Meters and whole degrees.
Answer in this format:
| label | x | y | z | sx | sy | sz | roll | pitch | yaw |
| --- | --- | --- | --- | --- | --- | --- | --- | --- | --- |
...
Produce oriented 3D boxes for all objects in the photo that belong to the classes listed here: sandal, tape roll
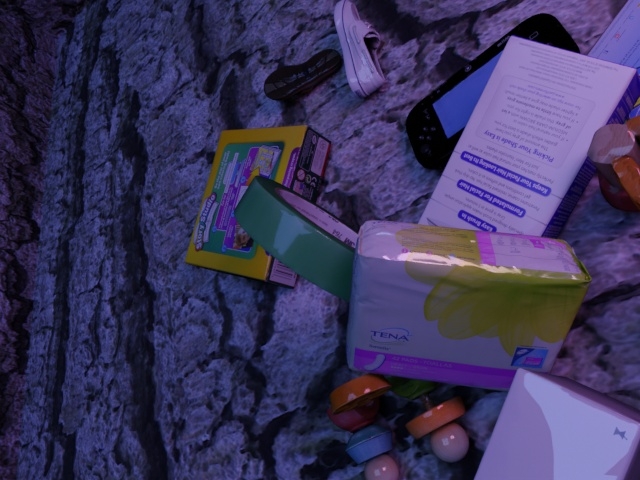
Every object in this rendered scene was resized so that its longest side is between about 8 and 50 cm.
| label | x | y | z | sx | sy | sz | roll | pitch | yaw |
| --- | --- | --- | --- | --- | --- | --- | --- | --- | --- |
| sandal | -0.043 | -0.415 | 1.226 | 0.219 | 0.060 | 0.090 | -23 | 67 | 16 |
| tape roll | 0.000 | 0.000 | 0.871 | 0.321 | 0.321 | 0.077 | 40 | 101 | 40 |

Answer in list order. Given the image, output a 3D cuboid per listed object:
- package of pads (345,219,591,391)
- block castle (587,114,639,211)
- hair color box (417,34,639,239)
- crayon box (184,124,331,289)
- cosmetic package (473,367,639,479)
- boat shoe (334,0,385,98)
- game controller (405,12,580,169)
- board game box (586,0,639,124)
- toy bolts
| label | x | y | z | sx | sy | sz | roll | pitch | yaw |
| --- | --- | --- | --- | --- | --- | --- | --- | --- | --- |
| package of pads | 0.188 | 0.093 | 0.672 | 0.296 | 0.229 | 0.101 | 5 | 34 | 5 |
| block castle | 0.539 | 0.006 | 0.508 | 0.303 | 0.212 | 0.454 | -35 | 54 | 30 |
| hair color box | 0.310 | -0.114 | 0.747 | 0.185 | 0.110 | 0.339 | 35 | 108 | 33 |
| crayon box | -0.160 | -0.089 | 1.176 | 0.313 | 0.106 | 0.363 | 8 | 80 | 42 |
| cosmetic package | 0.299 | 0.294 | 0.592 | 0.138 | 0.224 | 0.224 | 21 | 89 | 41 |
| boat shoe | 0.098 | -0.453 | 1.106 | 0.084 | 0.095 | 0.258 | -19 | 74 | 29 |
| game controller | 0.297 | -0.265 | 0.875 | 0.319 | 0.067 | 0.167 | -34 | 58 | 30 |
| board game box | 0.483 | -0.262 | 0.759 | 0.281 | 0.027 | 0.145 | -55 | 48 | 11 |
| toy bolts | 0.105 | 0.314 | 0.777 | 0.228 | 0.218 | 0.159 | -49 | 55 | 39 |
